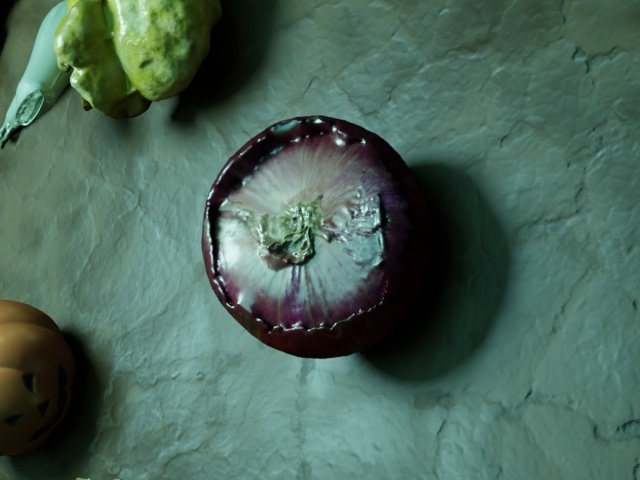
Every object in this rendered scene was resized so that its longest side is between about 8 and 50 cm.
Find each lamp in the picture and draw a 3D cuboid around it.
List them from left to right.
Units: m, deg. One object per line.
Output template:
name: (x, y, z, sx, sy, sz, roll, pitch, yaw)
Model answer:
lamp: (-0.387, 0.160, 1.560, 0.187, 0.164, 0.188, -12, 68, 30)

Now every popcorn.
popcorn: (-0.211, -0.263, 1.563, 0.190, 0.191, 0.254, 14, 85, 7)

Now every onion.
onion: (0.001, -0.003, 1.332, 0.248, 0.161, 0.248, -4, 83, 32)

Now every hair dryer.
hair dryer: (-0.374, -0.177, 1.700, 0.237, 0.075, 0.206, -43, 21, 40)

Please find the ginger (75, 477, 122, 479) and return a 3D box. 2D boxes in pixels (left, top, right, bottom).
ginger: (-0.213, 0.293, 1.467, 0.137, 0.044, 0.057, 17, 56, 33)
